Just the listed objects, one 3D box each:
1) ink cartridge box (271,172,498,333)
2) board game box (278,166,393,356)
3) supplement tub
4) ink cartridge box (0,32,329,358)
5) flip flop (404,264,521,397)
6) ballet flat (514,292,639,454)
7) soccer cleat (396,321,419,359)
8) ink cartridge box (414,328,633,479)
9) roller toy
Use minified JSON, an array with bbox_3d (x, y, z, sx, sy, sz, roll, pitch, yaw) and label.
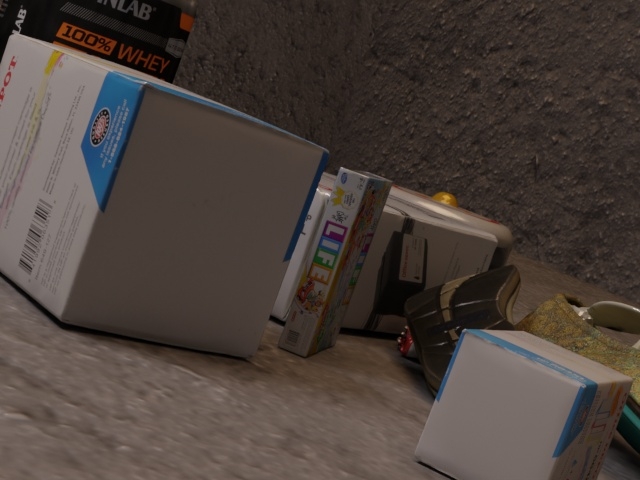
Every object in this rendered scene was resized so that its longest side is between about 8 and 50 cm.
[{"bbox_3d":[0.000,0.000,1.267,0.223,0.129,0.307,24,7,37],"label":"ink cartridge box"},{"bbox_3d":[0.014,0.017,1.036,0.026,0.154,0.103,21,6,13],"label":"board game box"},{"bbox_3d":[-0.248,-0.191,1.298,0.193,0.316,0.193,19,6,-2],"label":"supplement tub"},{"bbox_3d":[-0.145,-0.039,0.941,0.168,0.171,0.233,15,8,-39],"label":"ink cartridge box"},{"bbox_3d":[0.140,0.095,1.102,0.112,0.080,0.277,-18,18,7],"label":"flip flop"},{"bbox_3d":[0.270,0.117,1.058,0.123,0.123,0.348,18,5,-20],"label":"ballet flat"},{"bbox_3d":[0.093,0.098,1.186,0.035,0.029,0.083,29,9,1],"label":"soccer cleat"},{"bbox_3d":[0.143,0.118,0.832,0.090,0.092,0.143,23,7,28],"label":"ink cartridge box"},{"bbox_3d":[0.131,0.010,1.521,0.191,0.146,0.209,19,5,-9],"label":"roller toy"}]
